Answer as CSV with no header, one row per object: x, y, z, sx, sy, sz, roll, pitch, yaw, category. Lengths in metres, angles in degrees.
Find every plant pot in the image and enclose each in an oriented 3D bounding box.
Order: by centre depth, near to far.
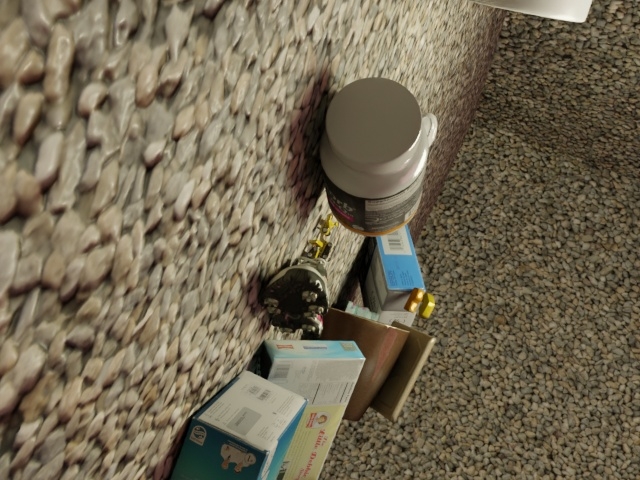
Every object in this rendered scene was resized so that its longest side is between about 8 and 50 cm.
0.072,0.289,1.681,0.215,0.215,0.231,40,66,-79,plant pot

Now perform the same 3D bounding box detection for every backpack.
0.079,0.229,1.886,0.182,0.115,0.152,107,-2,-60,backpack

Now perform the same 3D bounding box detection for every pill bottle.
0.081,-0.120,1.104,0.162,0.162,0.278,-64,168,-14,pill bottle

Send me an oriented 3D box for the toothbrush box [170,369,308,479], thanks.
-0.149,0.385,1.138,0.216,0.126,0.296,-33,144,-72,toothbrush box

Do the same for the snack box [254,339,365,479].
-0.054,0.332,1.365,0.060,0.187,0.322,53,-49,52,snack box

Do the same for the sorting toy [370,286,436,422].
0.202,0.264,1.726,0.307,0.041,0.229,-62,-162,-5,sorting toy

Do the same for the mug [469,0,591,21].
0.368,-0.599,1.320,0.374,0.276,0.328,-115,-147,-63,mug

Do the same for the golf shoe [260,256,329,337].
-0.035,0.072,1.173,0.273,0.105,0.120,99,1,-71,golf shoe

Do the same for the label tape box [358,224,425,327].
0.177,0.152,2.003,0.334,0.105,0.241,102,-15,-45,label tape box

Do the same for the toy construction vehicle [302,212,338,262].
0.000,0.000,1.318,0.098,0.035,0.086,-68,158,-6,toy construction vehicle

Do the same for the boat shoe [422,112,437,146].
0.249,-0.252,1.916,0.184,0.066,0.063,-58,171,9,boat shoe
